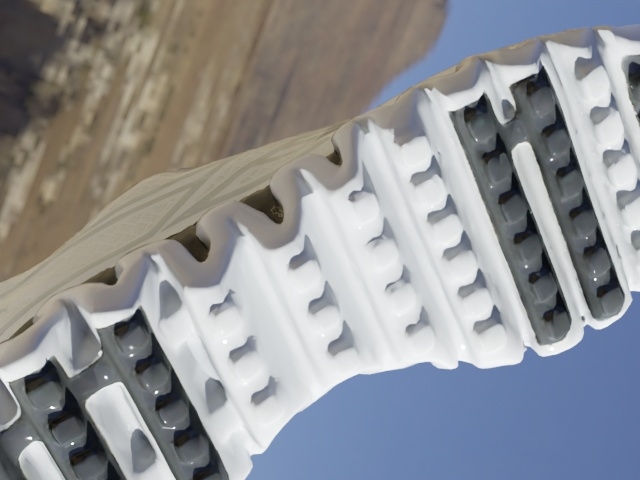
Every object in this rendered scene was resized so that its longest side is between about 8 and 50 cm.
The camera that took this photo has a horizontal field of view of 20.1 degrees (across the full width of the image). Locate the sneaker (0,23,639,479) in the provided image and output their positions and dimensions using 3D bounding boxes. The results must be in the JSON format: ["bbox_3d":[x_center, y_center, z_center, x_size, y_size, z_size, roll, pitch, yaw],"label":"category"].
[{"bbox_3d":[0.000,0.000,0.601,0.118,0.292,0.110,38,-30,61],"label":"sneaker"}]
